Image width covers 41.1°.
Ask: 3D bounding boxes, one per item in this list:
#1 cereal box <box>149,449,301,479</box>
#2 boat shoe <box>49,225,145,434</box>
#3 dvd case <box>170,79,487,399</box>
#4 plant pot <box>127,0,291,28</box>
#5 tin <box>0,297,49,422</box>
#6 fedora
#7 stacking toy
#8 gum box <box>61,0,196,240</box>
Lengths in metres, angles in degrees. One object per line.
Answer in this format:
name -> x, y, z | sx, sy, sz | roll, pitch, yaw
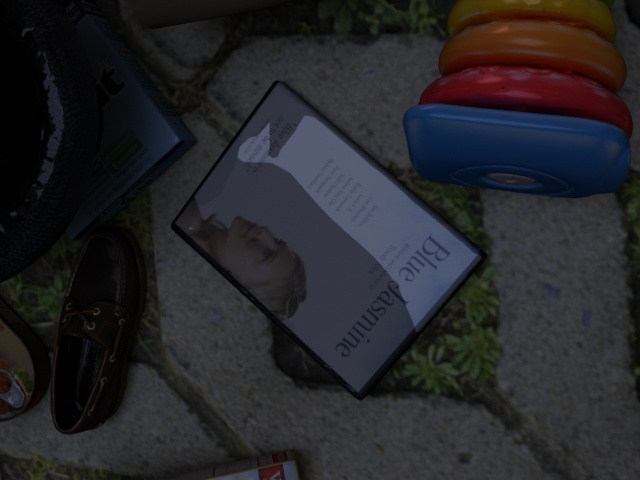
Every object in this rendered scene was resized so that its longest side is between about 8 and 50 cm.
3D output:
cereal box -> -0.123, 0.307, 0.800 | 0.240, 0.047, 0.173 | -10, 92, -5
boat shoe -> -0.224, 0.090, 0.845 | 0.073, 0.073, 0.207 | 7, 95, 18
dvd case -> 0.000, 0.000, 0.792 | 0.253, 0.022, 0.180 | 41, 105, 10
plant pot -> -0.010, -0.303, 0.673 | 0.273, 0.256, 0.257 | -1, 94, 4
tin -> -0.367, 0.108, 0.911 | 0.189, 0.040, 0.106 | 44, 109, 10
fedora -> -0.322, -0.106, 0.773 | 0.333, 0.152, 0.334 | 1, 94, 17
stacking toy -> 0.170, -0.192, 0.673 | 0.165, 0.175, 0.302 | 7, 83, 11
gum box -> -0.236, -0.120, 0.848 | 0.157, 0.041, 0.184 | -40, 83, 17
